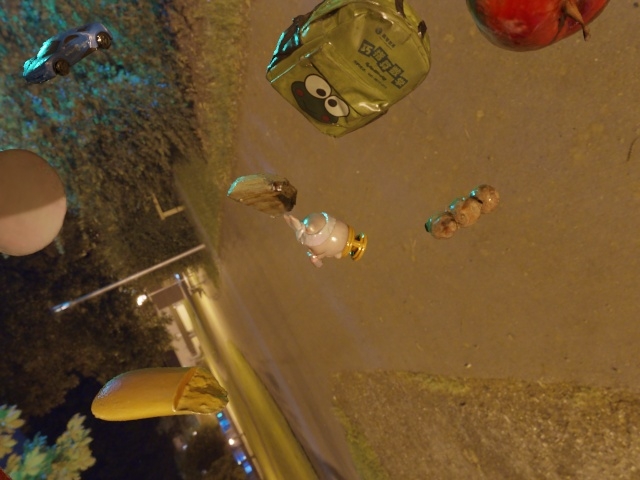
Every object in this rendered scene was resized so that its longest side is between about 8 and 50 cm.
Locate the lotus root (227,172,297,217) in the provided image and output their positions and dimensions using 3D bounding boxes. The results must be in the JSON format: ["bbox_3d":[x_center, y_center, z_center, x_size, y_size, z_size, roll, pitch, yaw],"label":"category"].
[{"bbox_3d":[-0.113,-0.114,1.069,0.144,0.143,0.070,-7,64,44],"label":"lotus root"}]

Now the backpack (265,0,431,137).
[{"bbox_3d":[0.050,-0.283,0.740,0.207,0.140,0.253,34,147,-31],"label":"backpack"}]

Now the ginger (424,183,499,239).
[{"bbox_3d":[0.371,-0.072,1.217,0.080,0.204,0.104,59,172,-11],"label":"ginger"}]

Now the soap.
[{"bbox_3d":[-0.194,0.184,0.577,0.089,0.168,0.033,-87,-10,-65],"label":"soap"}]

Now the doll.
[{"bbox_3d":[0.000,0.000,0.700,0.073,0.127,0.084,-122,53,-68],"label":"doll"}]

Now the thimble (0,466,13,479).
[{"bbox_3d":[-0.496,0.369,0.627,0.189,0.125,0.163,47,155,-3],"label":"thimble"}]

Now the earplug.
[{"bbox_3d":[-0.620,-0.067,0.804,0.301,0.172,0.172,3,128,18],"label":"earplug"}]

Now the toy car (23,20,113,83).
[{"bbox_3d":[-0.533,-0.397,0.984,0.103,0.216,0.063,5,135,30],"label":"toy car"}]

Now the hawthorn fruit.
[{"bbox_3d":[0.358,-0.402,0.743,0.242,0.241,0.272,92,173,-52],"label":"hawthorn fruit"}]
